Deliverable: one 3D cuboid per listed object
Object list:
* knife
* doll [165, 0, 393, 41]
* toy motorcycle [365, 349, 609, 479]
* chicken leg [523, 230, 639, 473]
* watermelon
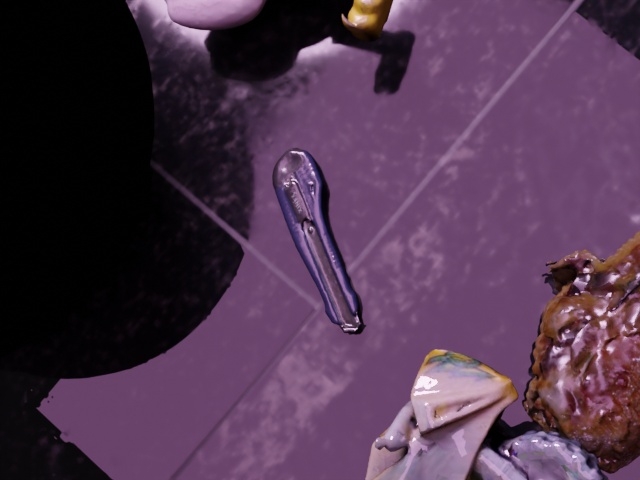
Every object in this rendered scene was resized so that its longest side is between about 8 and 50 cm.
[{"bbox_3d":[0.000,0.000,0.731,0.031,0.018,0.121,-23,82,7],"label":"knife"},{"bbox_3d":[-0.114,-0.224,0.738,0.365,0.094,0.160,20,84,10],"label":"doll"},{"bbox_3d":[0.041,0.142,0.664,0.229,0.094,0.129,-28,91,24],"label":"toy motorcycle"},{"bbox_3d":[0.183,0.033,0.658,0.125,0.080,0.196,15,89,22],"label":"chicken leg"},{"bbox_3d":[-0.231,-0.063,0.643,0.285,0.285,0.285,-1,83,9],"label":"watermelon"}]
